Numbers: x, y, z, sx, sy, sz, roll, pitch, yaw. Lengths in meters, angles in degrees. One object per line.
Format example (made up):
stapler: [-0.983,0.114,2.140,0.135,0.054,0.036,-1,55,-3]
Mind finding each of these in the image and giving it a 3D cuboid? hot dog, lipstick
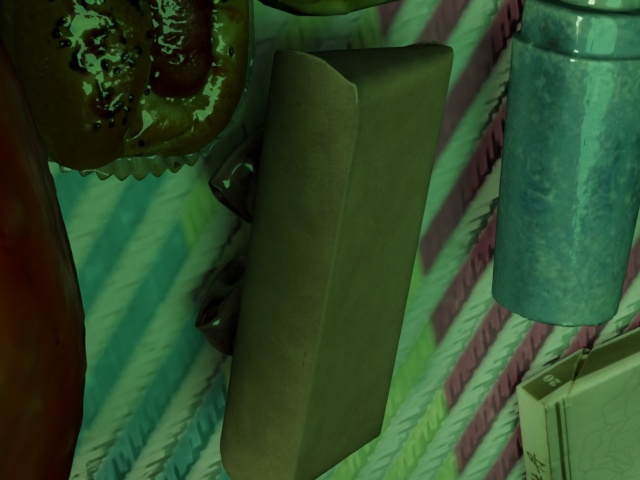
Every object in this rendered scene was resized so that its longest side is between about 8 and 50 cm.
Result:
hot dog: [-0.065,-0.111,0.583,0.108,0.059,0.191,-11,119,-32]
lipstick: [0.117,-0.100,0.686,0.068,0.061,0.274,-12,117,-37]

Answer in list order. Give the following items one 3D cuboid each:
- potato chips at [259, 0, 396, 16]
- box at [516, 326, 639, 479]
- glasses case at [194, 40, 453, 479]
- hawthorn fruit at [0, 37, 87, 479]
potato chips: [0.017,-0.249,0.506,0.429,0.070,0.358,3,98,-33]
box: [0.194,0.082,0.850,0.198,0.029,0.109,-23,125,-18]
glasses case: [0.000,0.000,0.681,0.102,0.070,0.193,-27,133,-51]
hawthorn fruit: [-0.195,0.039,0.483,0.287,0.287,0.330,-39,142,-4]
